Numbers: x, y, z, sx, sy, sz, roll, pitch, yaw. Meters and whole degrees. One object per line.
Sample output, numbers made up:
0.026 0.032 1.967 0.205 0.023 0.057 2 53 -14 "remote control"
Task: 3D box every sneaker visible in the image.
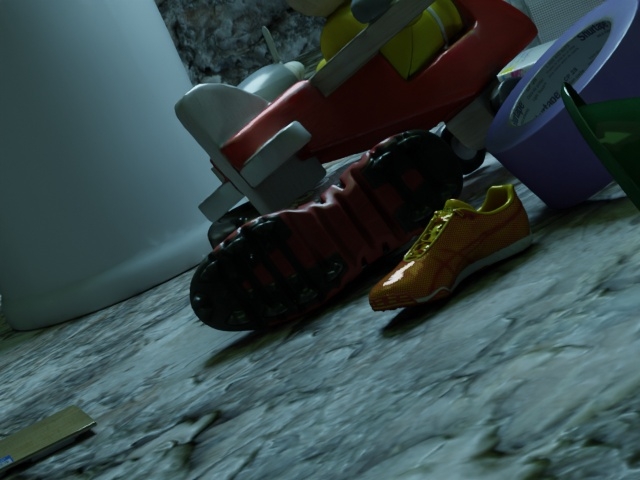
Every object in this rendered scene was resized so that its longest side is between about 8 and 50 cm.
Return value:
0.098 0.007 1.503 0.175 0.067 0.064 -32 15 -36 "sneaker"
0.000 0.000 1.682 0.276 0.097 0.135 -33 -1 -13 "sneaker"

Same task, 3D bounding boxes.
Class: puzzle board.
-0.254 0.178 1.554 0.128 0.011 0.096 -26 12 -15 "puzzle board"

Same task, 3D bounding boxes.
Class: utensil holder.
-0.302 -0.133 2.213 0.328 0.385 0.327 -23 9 4 "utensil holder"

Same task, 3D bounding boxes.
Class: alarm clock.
-0.052 -0.021 2.014 0.129 0.064 0.192 -19 8 23 "alarm clock"

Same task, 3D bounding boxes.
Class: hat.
0.277 -0.068 1.110 0.183 0.208 0.173 -38 32 13 "hat"

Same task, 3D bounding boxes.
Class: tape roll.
0.239 -0.123 1.627 0.189 0.080 0.189 -45 13 13 "tape roll"

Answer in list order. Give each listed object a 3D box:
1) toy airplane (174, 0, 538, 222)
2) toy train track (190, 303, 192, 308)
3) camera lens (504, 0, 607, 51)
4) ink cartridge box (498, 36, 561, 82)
0.012 -0.176 1.845 0.386 0.272 0.384 -25 -8 12 "toy airplane"
-0.089 0.062 1.788 0.083 0.014 0.048 -9 9 34 "toy train track"
0.325 -0.330 2.322 0.274 0.219 0.219 -23 10 1 "camera lens"
0.232 -0.169 2.091 0.231 0.078 0.134 -19 10 20 "ink cartridge box"
